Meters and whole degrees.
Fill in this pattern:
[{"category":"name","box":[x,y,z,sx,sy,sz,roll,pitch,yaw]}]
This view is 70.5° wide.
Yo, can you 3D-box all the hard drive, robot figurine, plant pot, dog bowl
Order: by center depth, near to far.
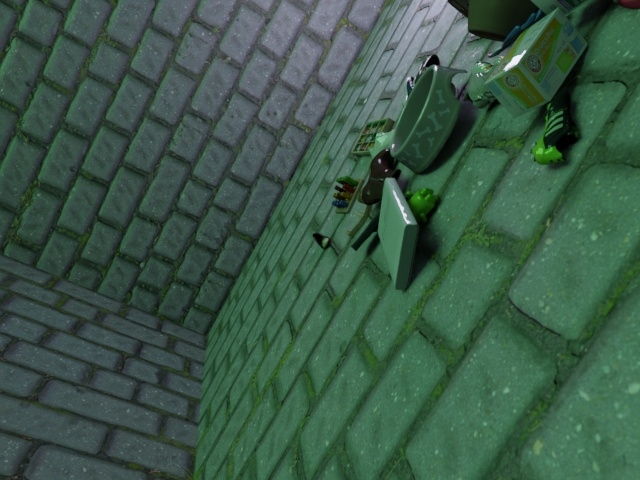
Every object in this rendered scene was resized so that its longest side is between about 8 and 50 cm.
[{"category":"plant pot","box":[0.513,-0.686,1.253,0.263,0.263,0.229,-108,31,-67]},{"category":"robot figurine","box":[0.284,-0.099,1.305,0.115,0.067,0.101,-50,52,36]},{"category":"hard drive","box":[0.216,-0.029,1.308,0.307,0.040,0.203,-96,8,-60]},{"category":"dog bowl","box":[0.333,-0.393,1.446,0.349,0.102,0.349,-159,90,-83]}]

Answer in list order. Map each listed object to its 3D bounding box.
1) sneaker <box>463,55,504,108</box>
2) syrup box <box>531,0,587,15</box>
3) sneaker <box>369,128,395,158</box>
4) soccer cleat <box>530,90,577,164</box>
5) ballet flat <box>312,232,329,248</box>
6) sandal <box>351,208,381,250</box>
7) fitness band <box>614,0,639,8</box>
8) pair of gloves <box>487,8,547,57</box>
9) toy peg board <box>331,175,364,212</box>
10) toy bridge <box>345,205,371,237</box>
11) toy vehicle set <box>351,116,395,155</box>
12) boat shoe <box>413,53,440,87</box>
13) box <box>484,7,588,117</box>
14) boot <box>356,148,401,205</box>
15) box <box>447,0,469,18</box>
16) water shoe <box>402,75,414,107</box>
[{"category":"sneaker","box":[0.468,-0.413,1.217,0.262,0.099,0.121,-101,32,-75]},{"category":"syrup box","box":[0.571,-0.581,0.950,0.237,0.093,0.096,-15,50,65]},{"category":"sneaker","box":[0.258,-0.389,1.733,0.080,0.094,0.212,-22,-20,-47]},{"category":"soccer cleat","box":[0.493,-0.231,0.927,0.072,0.060,0.179,9,68,48]},{"category":"ballet flat","box":[0.000,0.000,2.019,0.057,0.049,0.173,-64,17,0]},{"category":"sandal","box":[0.200,-0.060,1.517,0.254,0.054,0.097,-53,-4,24]},{"category":"fitness band","box":[0.682,-0.595,0.916,0.209,0.054,0.291,-41,29,45]},{"category":"pair of gloves","box":[0.521,-0.532,1.146,0.198,0.023,0.159,-31,-1,-30]},{"category":"toy peg board","box":[0.099,-0.208,1.988,0.160,0.079,0.161,-64,17,-5]},{"category":"toy bridge","box":[0.158,-0.096,1.740,0.188,0.026,0.063,-61,20,8]},{"category":"toy vehicle set","box":[0.233,-0.463,2.047,0.166,0.035,0.267,-62,17,2]},{"category":"boat shoe","box":[0.404,-0.620,1.700,0.069,0.081,0.228,-49,19,50]},{"category":"box","box":[0.479,-0.392,1.008,0.203,0.114,0.103,-52,13,-18]},{"category":"boot","box":[0.236,-0.232,1.605,0.248,0.090,0.207,-60,19,-11]},{"category":"box","box":[0.598,-0.897,1.455,0.191,0.143,0.381,-66,19,-10]},{"category":"water shoe","box":[0.375,-0.580,1.781,0.080,0.073,0.203,-18,48,37]}]
